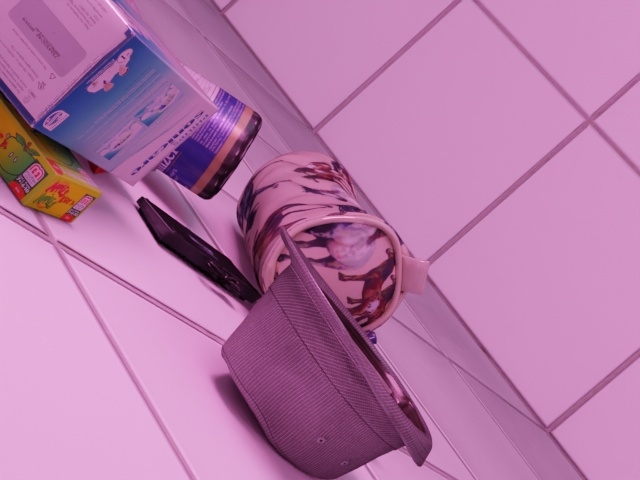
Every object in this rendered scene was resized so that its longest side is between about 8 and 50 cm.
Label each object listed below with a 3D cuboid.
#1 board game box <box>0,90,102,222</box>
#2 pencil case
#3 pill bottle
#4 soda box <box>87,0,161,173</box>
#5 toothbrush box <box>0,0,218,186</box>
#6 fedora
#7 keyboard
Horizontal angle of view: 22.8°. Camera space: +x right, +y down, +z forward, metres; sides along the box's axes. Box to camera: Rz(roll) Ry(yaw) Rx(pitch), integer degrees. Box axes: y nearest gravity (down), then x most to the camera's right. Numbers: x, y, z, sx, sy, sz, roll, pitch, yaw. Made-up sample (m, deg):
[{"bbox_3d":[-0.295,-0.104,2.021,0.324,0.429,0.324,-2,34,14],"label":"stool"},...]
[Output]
[{"bbox_3d":[-0.282,-0.103,1.443,0.181,0.043,0.092,51,8,19],"label":"board game box"},{"bbox_3d":[0.000,0.000,1.943,0.183,0.160,0.410,15,11,-11],"label":"pencil case"},{"bbox_3d":[-0.188,-0.154,1.858,0.219,0.123,0.123,33,10,-9],"label":"pill bottle"},{"bbox_3d":[-0.239,-0.203,1.723,0.083,0.092,0.263,-6,59,-39],"label":"soda box"},{"bbox_3d":[-0.237,-0.191,1.485,0.216,0.126,0.295,49,4,12],"label":"toothbrush box"},{"bbox_3d":[-0.008,0.129,1.504,0.243,0.124,0.275,57,3,39],"label":"fedora"},{"bbox_3d":[-0.130,0.021,1.760,0.108,0.023,0.180,46,5,40],"label":"keyboard"}]
